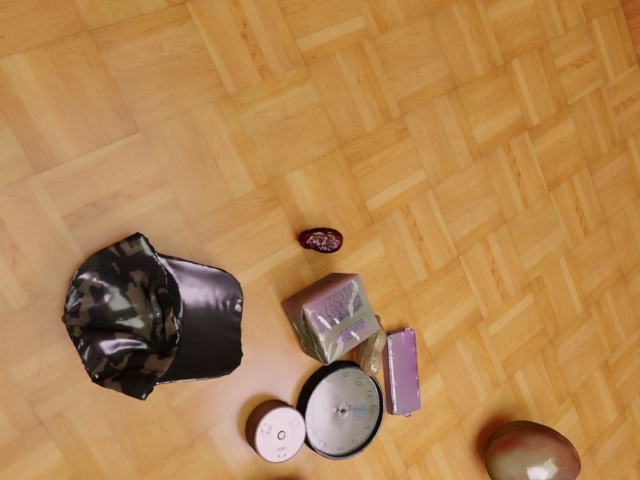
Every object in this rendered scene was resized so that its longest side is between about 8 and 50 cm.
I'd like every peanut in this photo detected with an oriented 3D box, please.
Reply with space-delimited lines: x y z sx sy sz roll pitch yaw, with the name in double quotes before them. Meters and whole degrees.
"peanut" 0.147 0.301 1.499 0.082 0.082 0.187 26 60 -25

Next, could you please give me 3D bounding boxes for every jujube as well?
"jujube" 0.000 0.000 1.442 0.129 0.077 0.077 2 89 -26

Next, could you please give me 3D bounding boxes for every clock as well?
"clock" 0.064 0.489 1.490 0.281 0.055 0.280 0 90 -27

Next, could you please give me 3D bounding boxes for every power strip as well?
"power strip" -0.117 0.507 1.383 0.154 0.078 0.154 0 90 -27
"power strip" 0.250 0.405 1.596 0.109 0.037 0.278 -7 94 -27

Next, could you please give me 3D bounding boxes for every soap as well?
"soap" 0.029 0.207 1.423 0.199 0.138 0.182 -28 104 -25

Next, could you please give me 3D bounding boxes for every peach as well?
"peach" 0.682 0.711 1.677 0.292 0.292 0.247 -2 66 -28

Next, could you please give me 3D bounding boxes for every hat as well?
"hat" -0.372 0.192 1.232 0.382 0.258 0.366 33 54 -60
